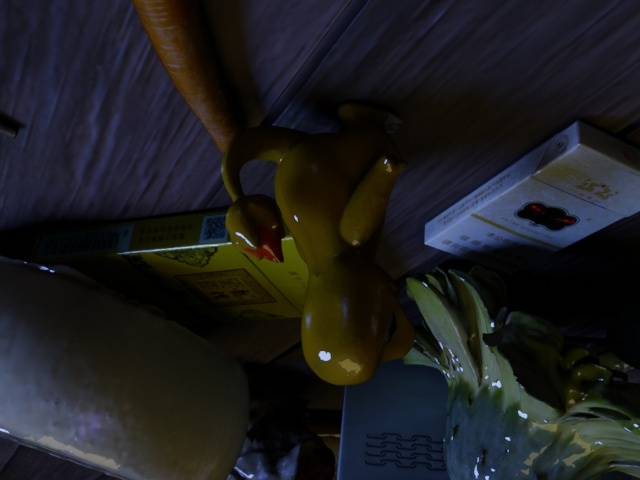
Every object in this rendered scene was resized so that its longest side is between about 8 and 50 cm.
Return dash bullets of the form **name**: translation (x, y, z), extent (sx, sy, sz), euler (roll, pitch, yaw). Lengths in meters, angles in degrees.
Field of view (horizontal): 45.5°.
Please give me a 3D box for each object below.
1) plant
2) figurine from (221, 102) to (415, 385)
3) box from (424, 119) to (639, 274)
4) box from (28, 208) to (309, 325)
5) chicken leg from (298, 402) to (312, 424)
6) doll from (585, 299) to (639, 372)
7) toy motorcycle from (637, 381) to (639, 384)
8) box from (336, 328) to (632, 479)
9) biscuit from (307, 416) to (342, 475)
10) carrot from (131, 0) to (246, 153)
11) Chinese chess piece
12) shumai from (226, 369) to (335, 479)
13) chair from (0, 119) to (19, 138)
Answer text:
- **plant**: translation (0.187, 0.168, 0.623), extent (0.261, 0.297, 0.306), euler (2, 174, -18)
- **figurine**: translation (-0.003, 0.001, 0.468), extent (0.122, 0.176, 0.121), euler (4, 155, -35)
- **box**: translation (0.160, -0.024, 0.557), extent (0.090, 0.024, 0.167), euler (19, 150, -22)
- **box**: translation (-0.101, 0.028, 0.686), extent (0.278, 0.041, 0.153), euler (-5, 149, 21)
- **chicken leg**: translation (-0.164, 0.244, 1.056), extent (0.304, 0.093, 0.113), euler (3, 139, -4)
- **doll**: translation (0.322, 0.085, 0.678), extent (0.103, 0.072, 0.214), euler (10, 158, -21)
- **toy motorcycle**: translation (0.480, 0.165, 0.761), extent (0.340, 0.108, 0.223), euler (-11, 142, 14)
- **box**: translation (0.154, 0.179, 0.749), extent (0.270, 0.211, 0.045), euler (3, 139, 3)
- **biscuit**: translation (0.034, 0.336, 1.228), extent (0.317, 0.040, 0.318), euler (3, 154, 2)
- **carrot**: translation (-0.073, -0.103, 0.448), extent (0.037, 0.037, 0.190), euler (1, 155, 8)
- **Chinese chess piece**: translation (-0.232, 0.139, 0.733), extent (0.338, 0.141, 0.338), euler (18, 158, 7)
- **shumai**: translation (-0.089, 0.294, 0.948), extent (0.183, 0.185, 0.218), euler (22, 114, -24)
- **chair**: translation (-0.364, -0.037, 0.468), extent (0.166, 0.188, 0.272), euler (-19, 147, 36)
